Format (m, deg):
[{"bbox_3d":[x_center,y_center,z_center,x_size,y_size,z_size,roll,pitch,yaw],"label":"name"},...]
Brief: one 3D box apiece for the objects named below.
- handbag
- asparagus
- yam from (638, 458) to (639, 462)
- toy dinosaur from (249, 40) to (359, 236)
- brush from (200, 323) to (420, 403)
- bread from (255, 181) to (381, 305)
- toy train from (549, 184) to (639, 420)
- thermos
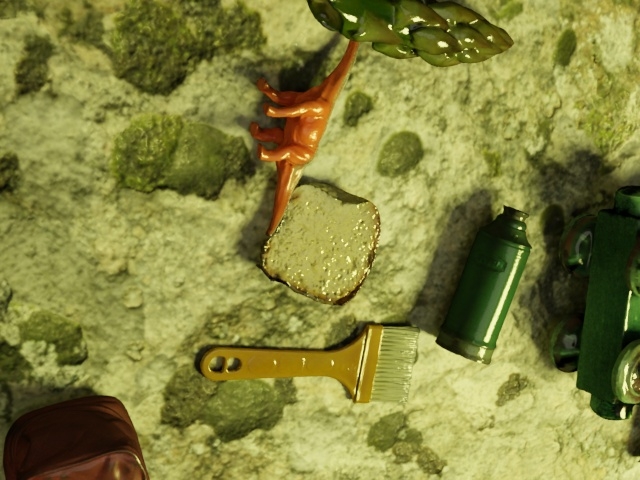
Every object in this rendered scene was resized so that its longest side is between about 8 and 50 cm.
[{"bbox_3d":[-0.248,0.283,1.002,0.147,0.135,0.225,-15,115,-18],"label":"handbag"},{"bbox_3d":[0.095,-0.228,1.009,0.287,0.080,0.080,1,106,-32],"label":"asparagus"},{"bbox_3d":[0.503,0.261,1.333,0.079,0.079,0.141,3,104,-23],"label":"yam"},{"bbox_3d":[-0.022,-0.142,1.009,0.101,0.055,0.279,10,101,-34],"label":"toy dinosaur"},{"bbox_3d":[-0.010,0.147,1.122,0.272,0.013,0.103,3,104,-22],"label":"brush"},{"bbox_3d":[0.000,0.000,1.066,0.126,0.044,0.129,22,100,-19],"label":"bread"},{"bbox_3d":[0.422,0.077,1.213,0.222,0.150,0.304,-6,107,-31],"label":"toy train"},{"bbox_3d":[0.209,0.051,1.148,0.083,0.073,0.187,16,99,-24],"label":"thermos"}]
